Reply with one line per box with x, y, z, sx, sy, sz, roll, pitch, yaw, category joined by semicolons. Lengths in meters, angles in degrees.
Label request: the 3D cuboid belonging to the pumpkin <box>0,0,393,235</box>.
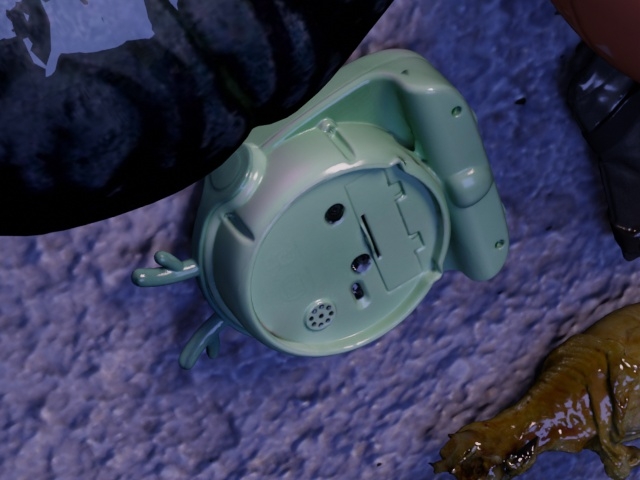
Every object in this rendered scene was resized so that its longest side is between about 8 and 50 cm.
-0.125;-0.177;0.532;0.363;0.266;0.363;-12;126;-17;pumpkin

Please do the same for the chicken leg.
0.182;0.118;1.050;0.228;0.088;0.103;-33;146;-11;chicken leg

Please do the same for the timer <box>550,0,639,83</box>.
0.214;-0.183;0.771;0.230;0.215;0.229;-14;133;-16;timer

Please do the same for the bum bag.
0.209;-0.061;0.963;0.087;0.049;0.197;-36;133;-11;bum bag

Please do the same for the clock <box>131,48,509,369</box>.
0.000;0.000;0.869;0.211;0.066;0.159;-32;132;-7;clock
